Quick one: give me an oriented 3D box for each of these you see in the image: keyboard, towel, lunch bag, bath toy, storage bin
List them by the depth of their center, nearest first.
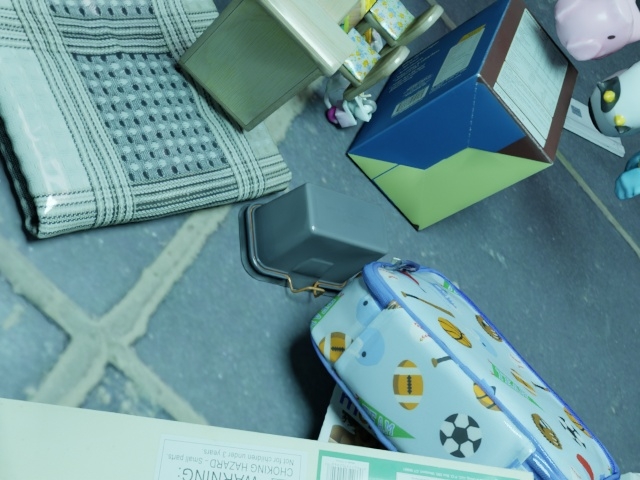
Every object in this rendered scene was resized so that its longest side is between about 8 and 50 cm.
[{"bbox_3d":[-0.184,-0.175,0.860,0.312,0.056,0.324,-14,78,-48],"label":"towel"},{"bbox_3d":[0.139,0.142,0.868,0.303,0.115,0.243,51,19,24],"label":"lunch bag"},{"bbox_3d":[0.000,0.000,0.916,0.135,0.091,0.098,15,58,-38],"label":"storage bin"},{"bbox_3d":[0.311,-0.223,1.028,0.129,0.151,0.348,-23,86,-15],"label":"bath toy"},{"bbox_3d":[0.421,-0.203,1.509,0.256,0.014,0.072,17,52,-38],"label":"keyboard"}]

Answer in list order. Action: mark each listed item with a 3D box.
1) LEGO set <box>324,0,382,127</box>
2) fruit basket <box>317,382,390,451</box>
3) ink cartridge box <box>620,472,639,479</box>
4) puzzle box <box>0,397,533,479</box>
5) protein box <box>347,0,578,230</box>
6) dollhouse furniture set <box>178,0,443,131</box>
[{"bbox_3d":[0.020,-0.272,1.112,0.132,0.107,0.287,72,21,-44],"label":"LEGO set"},{"bbox_3d":[0.109,0.304,0.799,0.327,0.165,0.353,44,39,-14],"label":"fruit basket"},{"bbox_3d":[0.372,0.398,1.061,0.153,0.087,0.208,36,47,-24],"label":"ink cartridge box"},{"bbox_3d":[-0.053,0.262,0.600,0.409,0.052,0.272,10,56,-6],"label":"puzzle box"},{"bbox_3d":[0.172,-0.154,1.089,0.136,0.200,0.201,46,43,-17],"label":"protein box"},{"bbox_3d":[-0.002,-0.240,0.884,0.212,0.161,0.242,44,59,-13],"label":"dollhouse furniture set"}]
